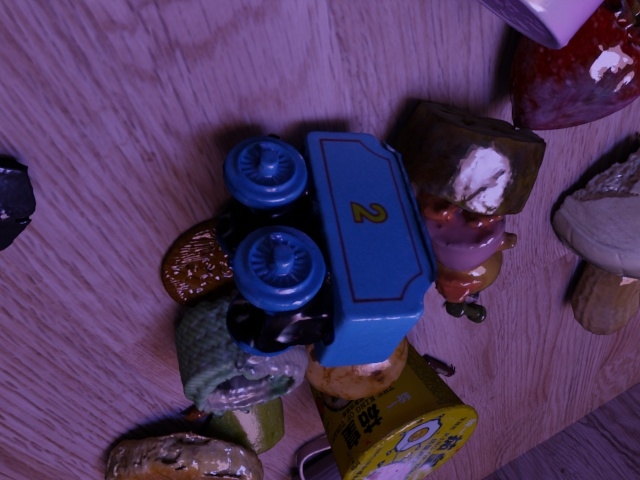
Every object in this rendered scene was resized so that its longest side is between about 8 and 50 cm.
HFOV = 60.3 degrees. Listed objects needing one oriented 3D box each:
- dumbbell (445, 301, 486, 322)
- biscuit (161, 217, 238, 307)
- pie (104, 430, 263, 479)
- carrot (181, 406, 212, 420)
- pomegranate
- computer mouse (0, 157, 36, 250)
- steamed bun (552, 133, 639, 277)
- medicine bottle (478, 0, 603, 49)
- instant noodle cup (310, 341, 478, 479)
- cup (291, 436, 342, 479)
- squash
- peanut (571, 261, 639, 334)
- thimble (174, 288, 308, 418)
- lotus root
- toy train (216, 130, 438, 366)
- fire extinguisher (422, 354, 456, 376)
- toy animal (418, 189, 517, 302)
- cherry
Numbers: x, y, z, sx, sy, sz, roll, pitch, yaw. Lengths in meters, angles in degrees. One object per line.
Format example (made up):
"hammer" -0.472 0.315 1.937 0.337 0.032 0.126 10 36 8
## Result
"dumbbell" 0.344 0.164 1.298 0.117 0.052 0.046 19 90 -44
"biscuit" -0.155 0.041 0.869 0.187 0.027 0.188 -18 137 -18
"pie" -0.277 0.495 1.140 0.339 0.083 0.340 -4 135 -4
"carrot" -0.173 0.308 1.106 0.224 0.057 0.057 -28 140 -2
"pomegranate" 0.055 0.188 1.031 0.215 0.215 0.215 -18 137 -17
"computer mouse" -0.417 -0.045 0.576 0.217 0.073 0.122 9 124 -40
"steamed bun" 0.668 -0.026 1.205 0.290 0.274 0.272 22 132 -40
"medicine bottle" 0.288 -0.401 0.582 0.212 0.212 0.326 16 119 -42
"instant noodle cup" 0.136 0.361 1.199 0.325 0.254 0.326 -18 138 -17
"cup" 0.071 0.658 1.487 0.273 0.208 0.288 -30 141 -2
"squash" -0.154 0.415 1.194 0.191 0.085 0.184 -17 138 -21
"peanut" 0.770 0.112 1.448 0.174 0.158 0.340 -6 133 1
"thimble" -0.128 0.184 0.906 0.218 0.150 0.219 -15 149 -9
"lotus root" 0.226 -0.120 0.822 0.234 0.138 0.119 14 117 -6
"toy train" 0.000 0.000 0.728 0.264 0.301 0.188 -1 146 -15
"fire extinguisher" 0.313 0.342 1.468 0.049 0.035 0.173 -48 135 11
"toy animal" 0.259 0.004 1.012 0.169 0.195 0.281 -58 149 -36
"cherry" 0.372 -0.259 0.807 0.192 0.175 0.250 11 135 -28
